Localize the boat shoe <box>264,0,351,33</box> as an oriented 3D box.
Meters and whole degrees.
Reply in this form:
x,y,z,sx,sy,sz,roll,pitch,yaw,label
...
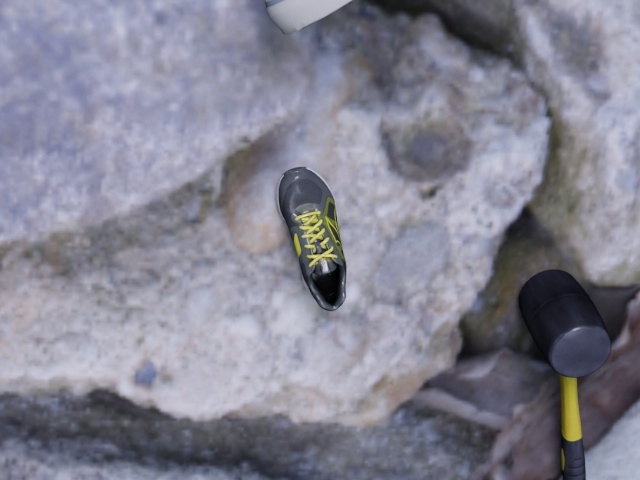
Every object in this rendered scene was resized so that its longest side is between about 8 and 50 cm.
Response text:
x,y,z,sx,sy,sz,roll,pitch,yaw,label
0.046,-0.197,0.723,0.227,0.079,0.081,-43,105,3,boat shoe

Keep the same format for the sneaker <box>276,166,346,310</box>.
x,y,z,sx,sy,sz,roll,pitch,yaw,label
0.000,0.000,0.816,0.031,0.035,0.083,-20,116,-3,sneaker

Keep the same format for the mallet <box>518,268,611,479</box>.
x,y,z,sx,sy,sz,roll,pitch,yaw,label
0.147,0.111,0.880,0.039,0.062,0.189,-12,116,-5,mallet
